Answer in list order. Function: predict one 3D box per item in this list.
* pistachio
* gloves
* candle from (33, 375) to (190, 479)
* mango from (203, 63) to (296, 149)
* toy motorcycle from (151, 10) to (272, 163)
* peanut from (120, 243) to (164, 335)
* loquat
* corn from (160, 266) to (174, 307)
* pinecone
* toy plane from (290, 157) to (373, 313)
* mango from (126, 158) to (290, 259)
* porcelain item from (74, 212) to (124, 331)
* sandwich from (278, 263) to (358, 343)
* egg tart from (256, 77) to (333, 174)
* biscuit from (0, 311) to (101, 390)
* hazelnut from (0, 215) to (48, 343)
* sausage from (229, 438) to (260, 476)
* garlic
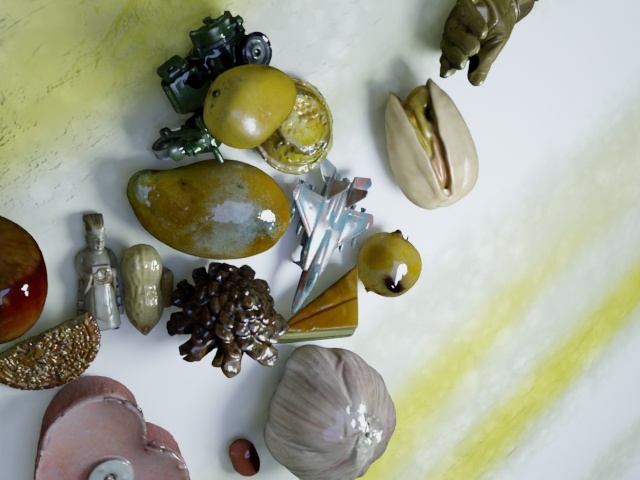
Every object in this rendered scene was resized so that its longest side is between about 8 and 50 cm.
[{"bbox_3d":[0.241,-0.203,1.648,0.187,0.187,0.299,-30,114,-23],"label":"pistachio"},{"bbox_3d":[0.345,-0.463,1.642,0.331,0.141,0.154,-47,152,-24],"label":"gloves"},{"bbox_3d":[-0.421,0.430,1.433,0.287,0.131,0.317,-42,115,-8],"label":"candle"},{"bbox_3d":[-0.117,-0.233,1.292,0.195,0.098,0.137,-27,117,-46],"label":"mango"},{"bbox_3d":[-0.201,-0.269,1.344,0.275,0.127,0.205,-40,127,-21],"label":"toy motorcycle"},{"bbox_3d":[-0.331,0.092,1.402,0.082,0.082,0.187,-13,113,-30],"label":"peanut"},{"bbox_3d":[0.154,0.053,1.686,0.163,0.137,0.163,-2,95,-18],"label":"loquat"},{"bbox_3d":[-0.299,0.090,1.457,0.028,0.027,0.083,-20,118,-51],"label":"corn"},{"bbox_3d":[-0.184,0.152,1.449,0.201,0.229,0.202,-19,143,22],"label":"pinecone"},{"bbox_3d":[-0.004,-0.002,1.582,0.222,0.104,0.327,21,97,-36],"label":"toy plane"},{"bbox_3d":[-0.204,-0.059,1.400,0.316,0.146,0.193,7,104,-30],"label":"mango"},{"bbox_3d":[-0.401,0.058,1.362,0.084,0.054,0.213,-8,109,-32],"label":"porcelain item"},{"bbox_3d":[-0.009,0.140,1.636,0.187,0.117,0.144,-3,69,-7],"label":"sandwich"},{"bbox_3d":[-0.047,-0.225,1.474,0.191,0.074,0.191,-1,91,-24],"label":"egg tart"},{"bbox_3d":[-0.480,0.213,1.345,0.206,0.025,0.126,-27,126,-5],"label":"biscuit"},{"bbox_3d":[-0.561,0.064,1.178,0.251,0.217,0.217,7,102,-26],"label":"hazelnut"},{"bbox_3d":[-0.168,0.479,1.658,0.054,0.059,0.094,-8,118,15],"label":"sausage"},{"bbox_3d":[0.022,0.386,1.633,0.317,0.259,0.318,-15,116,-34],"label":"garlic"}]
